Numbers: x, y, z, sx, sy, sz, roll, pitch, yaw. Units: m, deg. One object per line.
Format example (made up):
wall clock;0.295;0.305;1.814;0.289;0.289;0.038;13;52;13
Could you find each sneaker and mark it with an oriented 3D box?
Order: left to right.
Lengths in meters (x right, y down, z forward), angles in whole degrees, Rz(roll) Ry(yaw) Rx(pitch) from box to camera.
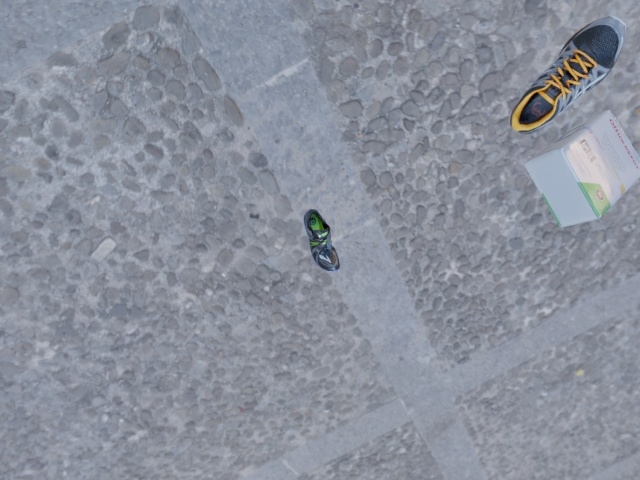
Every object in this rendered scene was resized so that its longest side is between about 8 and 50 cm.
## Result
sneaker;0.000;0.000;1.208;0.067;0.078;0.188;-20;83;-10
sneaker;0.392;-0.253;0.707;0.083;0.084;0.215;-32;161;-49

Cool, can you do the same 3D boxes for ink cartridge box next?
ink cartridge box;0.538;-0.147;0.889;0.212;0.093;0.154;-33;93;-26

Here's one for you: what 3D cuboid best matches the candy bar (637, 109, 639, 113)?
candy bar;0.783;-0.318;1.028;0.040;0.161;0.018;-44;81;25
